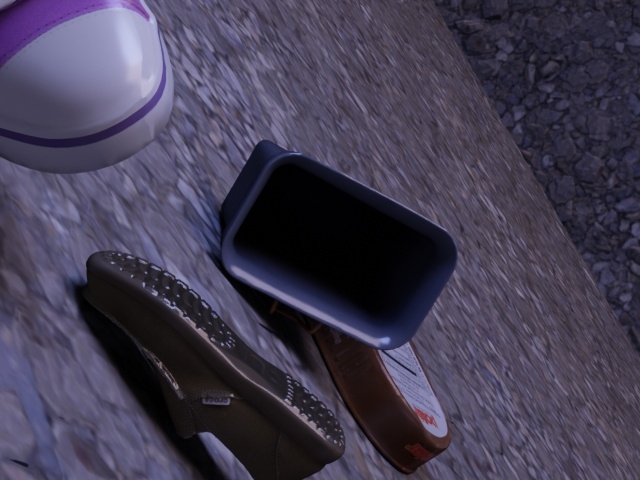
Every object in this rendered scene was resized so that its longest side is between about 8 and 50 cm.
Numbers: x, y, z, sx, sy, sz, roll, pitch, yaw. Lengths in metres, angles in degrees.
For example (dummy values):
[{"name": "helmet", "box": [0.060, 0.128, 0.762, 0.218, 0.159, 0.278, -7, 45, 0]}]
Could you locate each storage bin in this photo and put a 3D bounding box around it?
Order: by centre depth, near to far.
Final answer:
[{"name": "storage bin", "box": [0.000, 0.000, 1.133, 0.135, 0.098, 0.091, 27, 10, -19]}]

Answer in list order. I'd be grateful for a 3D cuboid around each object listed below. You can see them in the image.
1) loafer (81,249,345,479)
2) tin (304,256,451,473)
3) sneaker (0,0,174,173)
[{"name": "loafer", "box": [-0.056, 0.063, 0.854, 0.148, 0.050, 0.056, 41, 9, -1]}, {"name": "tin", "box": [0.028, 0.065, 1.221, 0.106, 0.040, 0.190, 32, 27, -54]}, {"name": "sneaker", "box": [-0.163, -0.160, 0.783, 0.282, 0.102, 0.161, 51, -16, 27]}]
